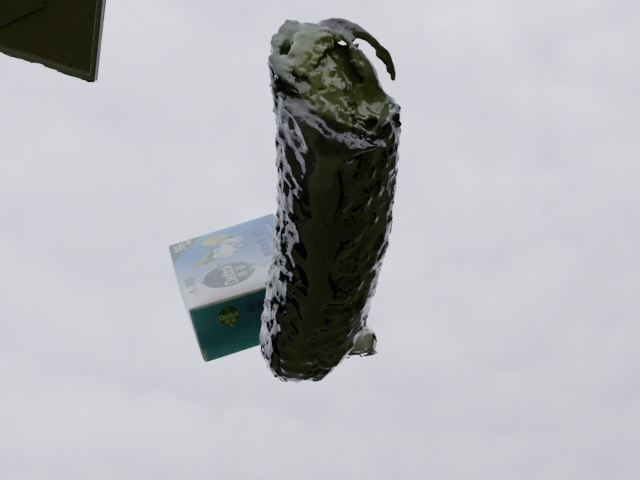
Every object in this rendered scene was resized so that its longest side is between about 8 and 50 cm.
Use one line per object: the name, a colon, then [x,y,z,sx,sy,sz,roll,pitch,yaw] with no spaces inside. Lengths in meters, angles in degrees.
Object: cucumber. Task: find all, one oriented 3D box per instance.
cucumber: [0.003,0.000,0.589,0.067,0.067,0.245,-11,-38,-11]

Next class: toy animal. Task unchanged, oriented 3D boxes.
toy animal: [0.043,0.100,1.606,0.071,0.124,0.085,-15,-13,17]

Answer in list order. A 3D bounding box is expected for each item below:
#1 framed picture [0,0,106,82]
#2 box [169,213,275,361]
framed picture: [-0.250,-0.205,0.988,0.149,0.011,0.109,19,-63,12]
box: [-0.092,0.050,1.357,0.139,0.194,0.073,-17,-65,-8]
